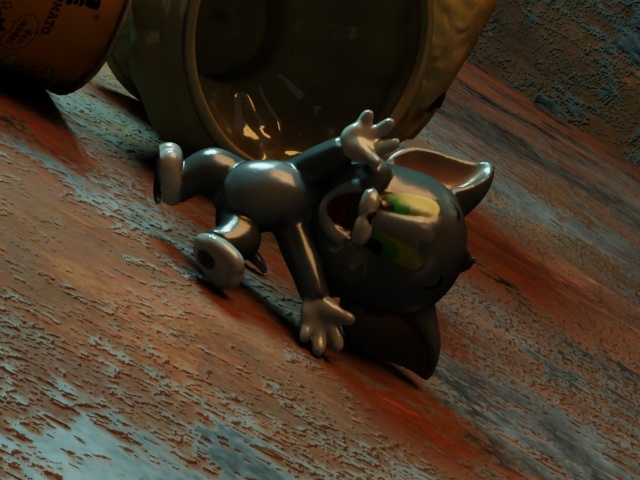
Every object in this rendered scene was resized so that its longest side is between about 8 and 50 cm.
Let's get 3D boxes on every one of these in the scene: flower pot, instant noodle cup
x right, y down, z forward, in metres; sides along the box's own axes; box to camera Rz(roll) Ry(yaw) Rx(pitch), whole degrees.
[{"bbox_3d":[-0.069,-0.207,1.527,0.307,0.307,0.244,22,0,-37],"label":"flower pot"},{"bbox_3d":[-0.273,-0.246,1.371,0.172,0.216,0.216,11,23,-34],"label":"instant noodle cup"}]

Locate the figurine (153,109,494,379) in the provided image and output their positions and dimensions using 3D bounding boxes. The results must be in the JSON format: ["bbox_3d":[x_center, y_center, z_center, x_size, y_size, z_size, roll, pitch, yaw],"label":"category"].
[{"bbox_3d":[-0.004,0.001,1.263,0.265,0.193,0.140,6,-14,7],"label":"figurine"}]

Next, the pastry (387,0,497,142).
[{"bbox_3d":[0.034,-0.296,1.858,0.313,0.388,0.388,28,14,-4],"label":"pastry"}]
